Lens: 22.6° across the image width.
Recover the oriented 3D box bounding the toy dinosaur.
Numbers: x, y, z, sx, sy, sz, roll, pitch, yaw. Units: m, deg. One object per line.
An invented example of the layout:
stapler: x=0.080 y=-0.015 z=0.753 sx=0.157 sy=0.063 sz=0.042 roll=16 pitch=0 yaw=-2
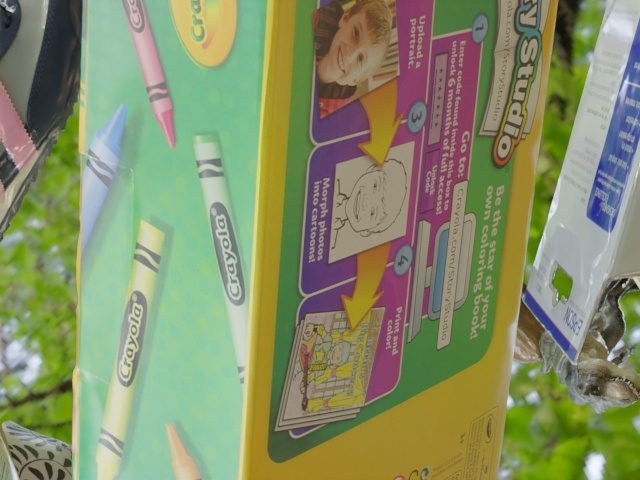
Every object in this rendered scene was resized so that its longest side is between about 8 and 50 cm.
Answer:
toy dinosaur: x=0.215 y=0.066 z=1.258 sx=0.064 sy=0.118 sz=0.268 roll=33 pitch=-179 yaw=-1

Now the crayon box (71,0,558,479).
crayon box: x=0.000 y=0.000 z=0.566 sx=0.165 sy=0.081 sz=0.278 roll=-20 pitch=-59 yaw=-49

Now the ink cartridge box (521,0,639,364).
ink cartridge box: x=0.188 y=-0.102 z=0.834 sx=0.065 sy=0.332 sz=0.165 roll=15 pitch=-170 yaw=-5

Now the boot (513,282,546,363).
boot: x=0.064 y=0.051 z=1.395 sx=0.305 sy=0.112 sz=0.115 roll=25 pitch=-121 yaw=0

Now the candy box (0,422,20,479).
candy box: x=-0.201 y=0.195 z=0.684 sx=0.087 sy=0.183 sz=0.316 roll=-109 pitch=4 yaw=-74

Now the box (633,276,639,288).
box: x=0.296 y=-0.027 z=1.020 sx=0.203 sy=0.103 sz=0.114 roll=-3 pitch=-143 yaw=-14

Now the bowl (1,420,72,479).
bowl: x=-0.171 y=0.204 z=1.061 sx=0.080 sy=0.170 sz=0.170 roll=0 pitch=-124 yaw=-1

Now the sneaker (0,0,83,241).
sneaker: x=-0.254 y=-0.079 z=1.054 sx=0.131 sy=0.319 sz=0.112 roll=21 pitch=-169 yaw=-38
